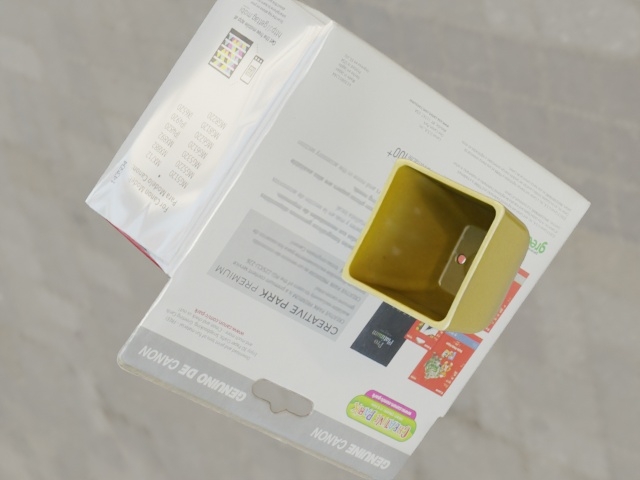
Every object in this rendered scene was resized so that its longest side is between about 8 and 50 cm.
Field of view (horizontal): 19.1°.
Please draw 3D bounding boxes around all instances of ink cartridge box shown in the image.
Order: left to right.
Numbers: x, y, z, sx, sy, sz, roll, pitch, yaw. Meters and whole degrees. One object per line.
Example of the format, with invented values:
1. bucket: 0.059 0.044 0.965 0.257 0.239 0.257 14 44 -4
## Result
1. ink cartridge box: 0.000 0.000 1.377 0.309 0.272 0.130 31 -175 -42

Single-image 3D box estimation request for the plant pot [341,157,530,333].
1. plant pot: 0.079 0.010 1.137 0.081 0.081 0.083 28 -178 33
